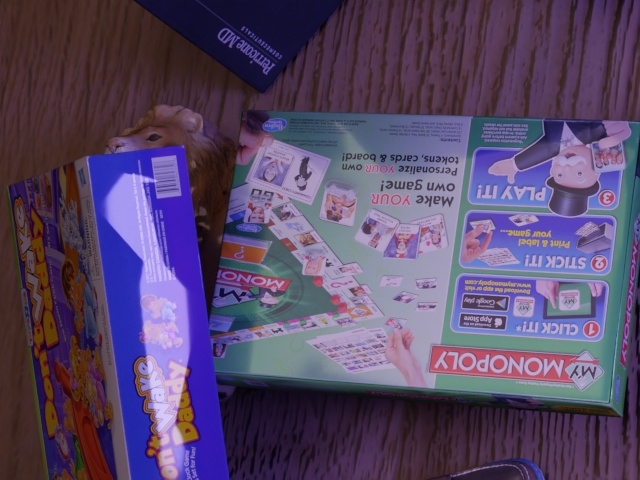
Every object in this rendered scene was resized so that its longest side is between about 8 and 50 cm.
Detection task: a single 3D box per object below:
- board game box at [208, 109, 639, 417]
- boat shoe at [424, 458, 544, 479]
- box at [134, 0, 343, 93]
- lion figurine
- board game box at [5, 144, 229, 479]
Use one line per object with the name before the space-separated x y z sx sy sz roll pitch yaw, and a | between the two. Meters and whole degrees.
board game box | 0.076 0.012 1.467 0.317 0.046 0.213 3 75 21
boat shoe | 0.083 0.215 1.500 0.183 0.066 0.066 -29 60 18
box | -0.074 -0.342 1.637 0.312 0.343 0.179 -48 57 6
lion figurine | 0.000 0.000 1.610 0.392 0.142 0.240 1 64 16
board game box | -0.155 0.114 1.528 0.233 0.078 0.347 169 93 -66
